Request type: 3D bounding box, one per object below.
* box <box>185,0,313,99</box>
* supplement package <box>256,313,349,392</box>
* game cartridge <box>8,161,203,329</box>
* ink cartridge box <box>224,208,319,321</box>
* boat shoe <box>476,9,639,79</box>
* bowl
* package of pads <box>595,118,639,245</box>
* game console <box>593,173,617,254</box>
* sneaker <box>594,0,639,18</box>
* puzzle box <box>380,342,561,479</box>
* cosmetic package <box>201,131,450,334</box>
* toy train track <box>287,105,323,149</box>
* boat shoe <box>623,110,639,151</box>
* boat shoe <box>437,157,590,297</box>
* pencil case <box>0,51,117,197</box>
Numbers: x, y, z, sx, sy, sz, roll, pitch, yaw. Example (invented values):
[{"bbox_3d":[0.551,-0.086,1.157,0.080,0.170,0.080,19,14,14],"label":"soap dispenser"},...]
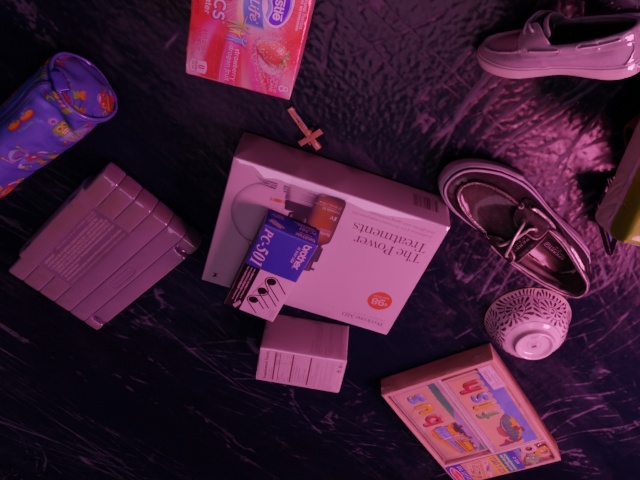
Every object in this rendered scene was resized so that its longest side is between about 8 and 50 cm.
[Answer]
[{"bbox_3d":[-0.071,-0.361,0.743,0.154,0.142,0.300,14,127,-4],"label":"box"},{"bbox_3d":[-0.037,0.237,1.212,0.179,0.105,0.105,10,127,-1],"label":"supplement package"},{"bbox_3d":[-0.428,0.021,1.126,0.355,0.068,0.230,-35,112,28],"label":"game cartridge"},{"bbox_3d":[-0.087,0.049,0.997,0.097,0.046,0.207,22,127,-11],"label":"ink cartridge box"},{"bbox_3d":[0.310,-0.267,0.758,0.227,0.079,0.081,17,153,40],"label":"boat shoe"},{"bbox_3d":[0.418,0.182,1.136,0.170,0.080,0.170,3,127,3],"label":"bowl"},{"bbox_3d":[0.539,-0.116,0.760,0.229,0.101,0.297,14,110,-9],"label":"package of pads"},{"bbox_3d":[0.514,-0.051,0.958,0.071,0.107,0.122,1,132,42],"label":"game console"},{"bbox_3d":[0.368,-0.315,0.764,0.226,0.086,0.163,3,125,4],"label":"sneaker"},{"bbox_3d":[0.354,0.421,1.340,0.272,0.052,0.409,-25,120,24],"label":"puzzle box"},{"bbox_3d":[0.000,0.000,1.039,0.377,0.097,0.284,17,129,-6],"label":"cosmetic package"},{"bbox_3d":[-0.026,-0.187,0.951,0.048,0.014,0.083,-25,115,31],"label":"toy train track"},{"bbox_3d":[0.541,-0.072,0.894,0.116,0.123,0.324,-27,112,-1],"label":"boat shoe"},{"bbox_3d":[0.344,-0.019,0.967,0.335,0.119,0.121,30,124,-16],"label":"boat shoe"},{"bbox_3d":[-0.479,-0.180,0.936,0.306,0.133,0.119,-27,86,23],"label":"pencil case"}]
